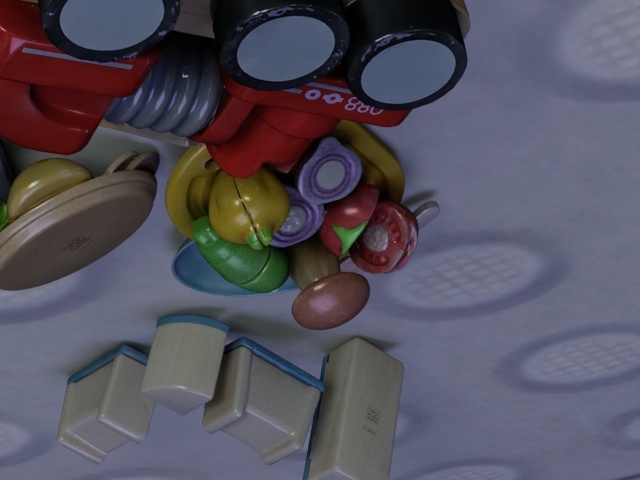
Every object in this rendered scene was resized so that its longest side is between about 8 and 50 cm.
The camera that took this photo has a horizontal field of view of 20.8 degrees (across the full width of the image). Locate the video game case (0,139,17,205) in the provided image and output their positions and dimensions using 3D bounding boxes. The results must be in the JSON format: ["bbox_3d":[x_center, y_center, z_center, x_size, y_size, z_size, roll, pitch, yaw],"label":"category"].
[{"bbox_3d":[-0.283,-0.071,0.933,0.196,0.026,0.274,-7,155,-1],"label":"video game case"}]

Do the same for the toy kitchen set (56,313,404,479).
[{"bbox_3d":[-0.070,0.128,1.361,0.207,0.122,0.166,33,138,-26],"label":"toy kitchen set"}]

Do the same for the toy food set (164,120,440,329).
[{"bbox_3d":[0.000,0.000,1.070,0.128,0.071,0.218,-34,145,15],"label":"toy food set"}]

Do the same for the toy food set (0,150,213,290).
[{"bbox_3d":[-0.155,-0.016,1.049,0.192,0.038,0.132,-25,165,-23],"label":"toy food set"}]

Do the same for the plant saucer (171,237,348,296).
[{"bbox_3d":[-0.041,0.005,1.168,0.119,0.021,0.119,-5,155,-3],"label":"plant saucer"}]

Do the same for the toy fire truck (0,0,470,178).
[{"bbox_3d":[-0.081,-0.090,0.834,0.217,0.158,0.246,7,142,-29],"label":"toy fire truck"}]
